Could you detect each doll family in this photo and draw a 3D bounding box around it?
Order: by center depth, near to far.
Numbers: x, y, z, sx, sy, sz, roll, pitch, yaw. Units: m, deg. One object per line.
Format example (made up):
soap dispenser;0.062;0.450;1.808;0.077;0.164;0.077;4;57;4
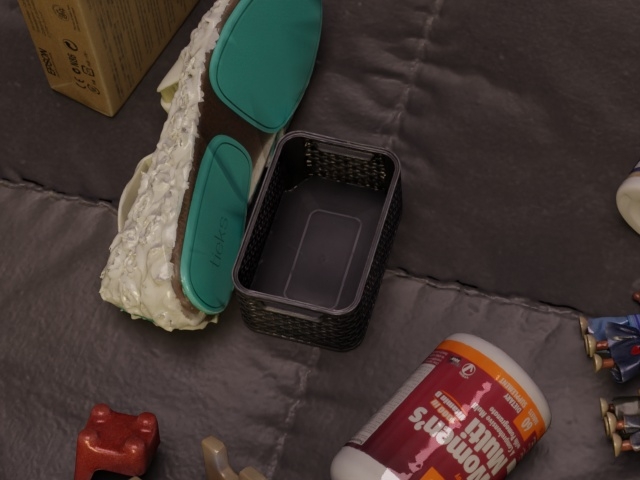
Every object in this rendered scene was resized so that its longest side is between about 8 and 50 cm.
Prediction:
doll family;0.299;0.117;1.373;0.111;0.076;0.193;-11;58;4

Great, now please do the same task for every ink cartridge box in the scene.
ink cartridge box;-0.206;-0.267;1.526;0.088;0.235;0.193;25;66;16

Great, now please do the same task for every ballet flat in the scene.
ballet flat;-0.118;-0.102;1.497;0.147;0.147;0.409;12;62;11

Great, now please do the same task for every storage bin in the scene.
storage bin;0.000;0.000;1.452;0.122;0.084;0.180;13;64;11

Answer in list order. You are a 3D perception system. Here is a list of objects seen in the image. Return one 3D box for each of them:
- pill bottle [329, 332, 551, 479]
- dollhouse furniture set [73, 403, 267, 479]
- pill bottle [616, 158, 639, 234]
pill bottle;0.085;0.193;1.319;0.121;0.121;0.221;37;70;21
dollhouse furniture set;-0.249;0.281;1.295;0.374;0.152;0.201;-25;44;-35
pill bottle;0.362;-0.079;1.461;0.094;0.094;0.169;32;69;19
